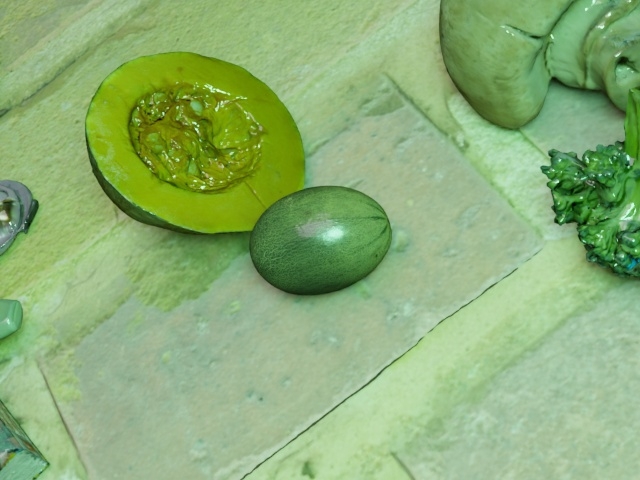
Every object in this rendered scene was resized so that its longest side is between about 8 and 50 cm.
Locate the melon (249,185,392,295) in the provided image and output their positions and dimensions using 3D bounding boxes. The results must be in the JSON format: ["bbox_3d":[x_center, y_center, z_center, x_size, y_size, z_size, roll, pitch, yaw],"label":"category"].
[{"bbox_3d":[0.000,0.000,0.963,0.131,0.098,0.098,-10,56,17],"label":"melon"}]

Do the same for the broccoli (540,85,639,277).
[{"bbox_3d":[0.261,-0.045,0.825,0.155,0.160,0.167,-21,35,-22],"label":"broccoli"}]

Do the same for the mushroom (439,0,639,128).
[{"bbox_3d":[0.219,-0.217,0.937,0.254,0.189,0.195,-35,48,6],"label":"mushroom"}]

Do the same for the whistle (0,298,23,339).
[{"bbox_3d":[-0.414,0.101,1.107,0.244,0.092,0.110,-14,50,20],"label":"whistle"}]

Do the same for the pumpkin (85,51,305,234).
[{"bbox_3d":[-0.134,-0.077,1.058,0.110,0.217,0.217,133,147,-51],"label":"pumpkin"}]

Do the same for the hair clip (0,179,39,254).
[{"bbox_3d":[-0.484,0.012,1.226,0.359,0.095,0.110,-8,21,12],"label":"hair clip"}]

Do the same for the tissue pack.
[{"bbox_3d":[-0.341,0.199,1.026,0.108,0.060,0.148,-47,53,-7],"label":"tissue pack"}]
